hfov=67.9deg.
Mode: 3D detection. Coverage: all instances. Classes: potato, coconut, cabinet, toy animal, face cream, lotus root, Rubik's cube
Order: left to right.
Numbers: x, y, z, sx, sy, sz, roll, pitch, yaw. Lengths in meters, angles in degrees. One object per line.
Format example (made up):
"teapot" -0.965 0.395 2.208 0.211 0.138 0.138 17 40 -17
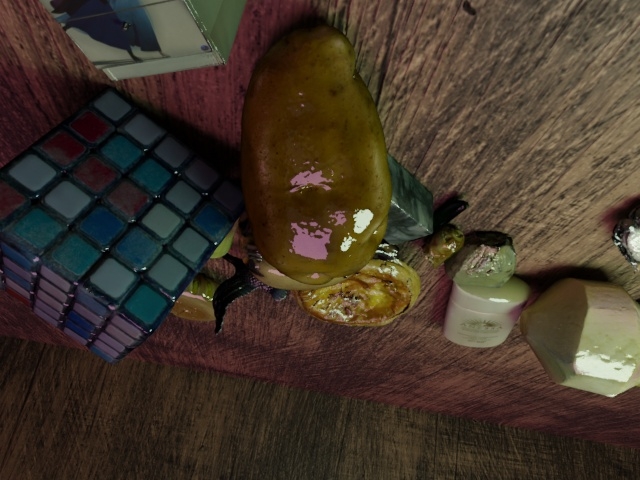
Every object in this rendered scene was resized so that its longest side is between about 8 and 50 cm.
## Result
"Rubik's cube" -0.339 -0.008 0.780 0.292 0.286 0.293 38 144 -10
"cabinet" -0.185 -0.281 0.453 0.145 0.150 0.206 -1 150 18
"toy animal" -0.176 0.080 1.110 0.160 0.272 0.197 23 -171 -32
"potato" -0.009 -0.093 0.651 0.196 0.176 0.369 23 131 39
"lotus root" 0.000 0.000 0.877 0.310 0.182 0.183 1 155 -18
"face cream" 0.400 0.174 1.170 0.174 0.081 0.348 4 151 11
"lotus root" 0.332 0.045 0.968 0.143 0.070 0.144 6 151 6
"coconut" 0.555 0.200 1.014 0.259 0.259 0.259 7 151 4

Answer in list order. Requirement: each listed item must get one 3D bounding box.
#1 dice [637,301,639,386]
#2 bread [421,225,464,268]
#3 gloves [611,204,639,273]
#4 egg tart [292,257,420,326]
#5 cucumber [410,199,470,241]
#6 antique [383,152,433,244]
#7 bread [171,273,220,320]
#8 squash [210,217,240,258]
"dice" 0.783 0.243 1.093 0.170 0.166 0.169 13 151 -7
"bread" 0.242 0.012 0.949 0.066 0.060 0.110 1 155 -17
"gloves" 0.562 -0.009 0.805 0.114 0.070 0.153 -3 143 38
"egg tart" 0.079 0.091 1.077 0.291 0.115 0.290 2 143 2
"cucumber" 0.219 -0.035 0.899 0.036 0.033 0.184 -5 160 -28
"antique" 0.105 -0.076 0.802 0.088 0.086 0.183 -19 140 40
"bread" -0.360 0.150 1.332 0.214 0.104 0.213 8 148 5
"squash" -0.188 -0.047 0.956 0.094 0.094 0.224 22 144 -21
